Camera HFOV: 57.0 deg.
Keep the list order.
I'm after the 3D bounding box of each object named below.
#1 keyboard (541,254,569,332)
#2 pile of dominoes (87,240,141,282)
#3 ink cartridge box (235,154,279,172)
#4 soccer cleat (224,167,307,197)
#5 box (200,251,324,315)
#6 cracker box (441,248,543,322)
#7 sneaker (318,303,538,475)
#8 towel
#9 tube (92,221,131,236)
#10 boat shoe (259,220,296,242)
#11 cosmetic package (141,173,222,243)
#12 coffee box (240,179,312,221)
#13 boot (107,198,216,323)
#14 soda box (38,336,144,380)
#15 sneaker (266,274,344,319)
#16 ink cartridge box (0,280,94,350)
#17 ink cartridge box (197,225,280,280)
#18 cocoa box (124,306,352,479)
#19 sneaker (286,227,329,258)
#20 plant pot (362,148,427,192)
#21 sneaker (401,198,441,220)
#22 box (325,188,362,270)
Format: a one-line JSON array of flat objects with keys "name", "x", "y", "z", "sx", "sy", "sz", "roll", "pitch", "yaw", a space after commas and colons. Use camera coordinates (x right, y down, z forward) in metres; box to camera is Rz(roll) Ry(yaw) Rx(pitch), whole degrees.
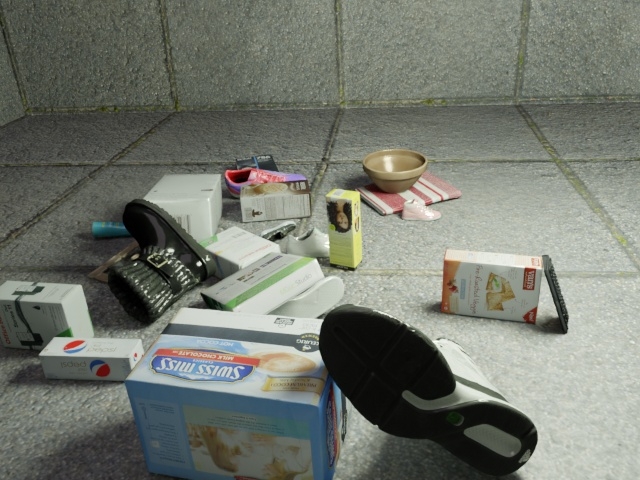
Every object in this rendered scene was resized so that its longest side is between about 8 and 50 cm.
[{"name": "keyboard", "x": 0.564, "y": 0.120, "z": 1.411, "sx": 0.023, "sy": 0.180, "sz": 0.108, "roll": -15, "pitch": 22, "yaw": 23}, {"name": "pile of dominoes", "x": -0.551, "y": 0.074, "z": 1.811, "sx": 0.195, "sy": 0.040, "sz": 0.251, "roll": 13, "pitch": 39, "yaw": 29}, {"name": "ink cartridge box", "x": -0.269, "y": -0.296, "z": 2.480, "sx": 0.165, "sy": 0.065, "sz": 0.333, "roll": -9, "pitch": 26, "yaw": -10}, {"name": "soccer cleat", "x": -0.208, "y": -0.220, "z": 2.222, "sx": 0.318, "sy": 0.116, "sz": 0.109, "roll": 1, "pitch": 62, "yaw": 14}, {"name": "box", "x": -0.155, "y": 0.113, "z": 1.469, "sx": 0.232, "sy": 0.059, "sz": 0.322, "roll": -30, "pitch": 12, "yaw": -19}, {"name": "cracker box", "x": 0.421, "y": 0.112, "z": 1.463, "sx": 0.232, "sy": 0.156, "sz": 0.067, "roll": 4, "pitch": 27, "yaw": 16}, {"name": "sneaker", "x": 0.165, "y": 0.239, "z": 1.082, "sx": 0.447, "sy": 0.169, "sz": 0.257, "roll": 36, "pitch": 5, "yaw": -15}, {"name": "towel", "x": 0.324, "y": -0.175, "z": 2.200, "sx": 0.328, "sy": 0.037, "sz": 0.237, "roll": -15, "pitch": 31, "yaw": -19}, {"name": "tube", "x": -0.671, "y": -0.039, "z": 2.024, "sx": 0.207, "sy": 0.052, "sz": 0.080, "roll": -1, "pitch": 35, "yaw": -10}, {"name": "boat shoe", "x": -0.134, "y": -0.022, "z": 1.931, "sx": 0.142, "sy": 0.049, "sz": 0.040, "roll": -23, "pitch": 51, "yaw": -31}, {"name": "cosmetic package", "x": -0.448, "y": -0.111, "z": 1.960, "sx": 0.217, "sy": 0.156, "sz": 0.385, "roll": -2, "pitch": 20, "yaw": -6}, {"name": "coffee box", "x": -0.159, "y": -0.143, "z": 2.112, "sx": 0.246, "sy": 0.098, "sz": 0.141, "roll": -5, "pitch": 26, "yaw": -4}, {"name": "boot", "x": -0.485, "y": 0.045, "z": 1.604, "sx": 0.348, "sy": 0.131, "sz": 0.260, "roll": 37, "pitch": 46, "yaw": 17}, {"name": "soda box", "x": -0.519, "y": 0.270, "z": 1.346, "sx": 0.216, "sy": 0.069, "sz": 0.074, "roll": 1, "pitch": 26, "yaw": 6}, {"name": "sneaker", "x": -0.094, "y": 0.165, "z": 1.495, "sx": 0.295, "sy": 0.105, "sz": 0.147, "roll": -26, "pitch": 20, "yaw": -28}, {"name": "ink cartridge box", "x": -0.682, "y": 0.186, "z": 1.441, "sx": 0.208, "sy": 0.153, "sz": 0.087, "roll": 2, "pitch": 28, "yaw": 12}, {"name": "ink cartridge box", "x": -0.240, "y": 0.049, "z": 1.739, "sx": 0.212, "sy": 0.093, "sz": 0.154, "roll": 19, "pitch": 34, "yaw": 40}, {"name": "cocoa box", "x": -0.134, "y": 0.289, "z": 1.078, "sx": 0.347, "sy": 0.232, "sz": 0.228, "roll": 4, "pitch": 28, "yaw": 14}, {"name": "sneaker", "x": 0.000, "y": 0.000, "z": 1.809, "sx": 0.212, "sy": 0.094, "sz": 0.080, "roll": -12, "pitch": 26, "yaw": -17}, {"name": "plant pot", "x": 0.275, "y": -0.249, "z": 2.189, "sx": 0.237, "sy": 0.110, "sz": 0.237, "roll": -2, "pitch": 30, "yaw": 1}, {"name": "sneaker", "x": 0.346, "y": -0.107, "z": 2.016, "sx": 0.134, "sy": 0.070, "sz": 0.051, "roll": 1, "pitch": 24, "yaw": 6}, {"name": "box", "x": 0.069, "y": -0.029, "z": 1.702, "sx": 0.087, "sy": 0.232, "sz": 0.058, "roll": 9, "pitch": 31, "yaw": 26}]
